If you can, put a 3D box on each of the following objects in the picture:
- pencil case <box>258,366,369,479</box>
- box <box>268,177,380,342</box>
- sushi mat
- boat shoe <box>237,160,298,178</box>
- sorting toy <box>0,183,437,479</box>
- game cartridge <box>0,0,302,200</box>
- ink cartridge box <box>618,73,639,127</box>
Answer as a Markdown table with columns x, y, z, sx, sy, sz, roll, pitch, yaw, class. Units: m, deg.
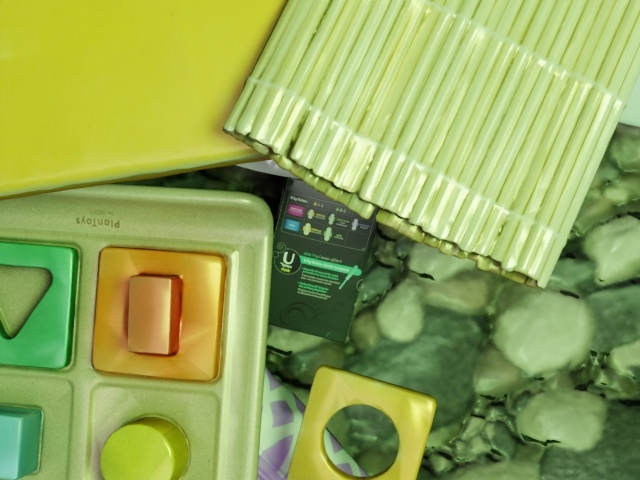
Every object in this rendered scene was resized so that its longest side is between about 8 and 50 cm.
| x | y | z | sx | sy | sz | roll | pitch | yaw | class |
| --- | --- | --- | --- | --- | --- | --- | --- | --- | --- |
| -0.001 | 0.160 | 0.757 | 0.086 | 0.088 | 0.206 | -41 | 103 | 9 | pencil case |
| 0.000 | 0.000 | 0.709 | 0.052 | 0.062 | 0.083 | 13 | 110 | -2 | box |
| 0.090 | -0.149 | 0.591 | 0.151 | 0.019 | 0.316 | 25 | 82 | -2 | sushi mat |
| -0.054 | -0.091 | 0.674 | 0.229 | 0.080 | 0.076 | 18 | 111 | 4 | boat shoe |
| -0.117 | 0.069 | 0.671 | 0.348 | 0.047 | 0.195 | 4 | 94 | 7 | sorting toy |
| -0.173 | -0.158 | 0.623 | 0.324 | 0.053 | 0.285 | -8 | 92 | 7 | game cartridge |
| 0.146 | -0.169 | 0.649 | 0.223 | 0.045 | 0.223 | 12 | 110 | -2 | ink cartridge box |
